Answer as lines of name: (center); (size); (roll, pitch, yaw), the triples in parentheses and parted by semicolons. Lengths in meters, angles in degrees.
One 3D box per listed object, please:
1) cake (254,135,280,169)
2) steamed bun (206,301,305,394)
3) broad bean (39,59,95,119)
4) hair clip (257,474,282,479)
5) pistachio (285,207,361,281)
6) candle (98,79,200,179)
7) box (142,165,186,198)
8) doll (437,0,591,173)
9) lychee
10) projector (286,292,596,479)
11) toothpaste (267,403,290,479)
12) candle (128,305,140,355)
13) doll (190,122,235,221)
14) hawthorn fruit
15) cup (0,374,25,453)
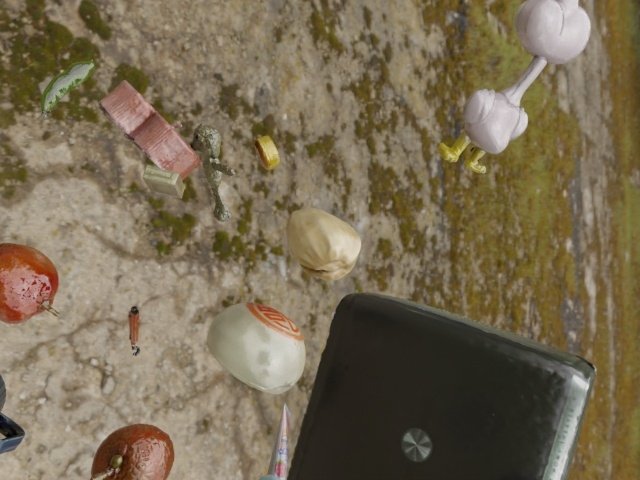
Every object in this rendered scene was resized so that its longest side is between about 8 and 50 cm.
cake: (-0.132, -0.214, 1.420); (0.044, 0.084, 0.084); (-22, 116, -9)
steamed bun: (-0.158, 0.271, 1.570); (0.283, 0.283, 0.177); (28, 96, -51)
broad bean: (-0.732, -0.448, 1.664); (0.065, 0.046, 0.254); (39, 55, -18)
hair clip: (0.007, 0.121, 0.214); (0.062, 0.214, 0.056); (-48, 118, -39)
pistachio: (0.000, 0.000, 1.379); (0.158, 0.229, 0.157); (-15, 124, -23)
candle: (-0.435, -0.276, 1.584); (0.131, 0.317, 0.287); (-42, 161, -7)
box: (-0.363, -0.134, 1.354); (0.083, 0.080, 0.035); (96, 8, -71)
doll: (0.350, -0.285, 1.018); (0.160, 0.094, 0.365); (14, 112, -37)
lychee: (-0.588, 0.692, 1.800); (0.300, 0.255, 0.254); (37, 62, -54)
projector: (0.194, 0.319, 0.964); (0.242, 0.406, 0.394); (14, 91, -61)
toothpaste: (-0.090, 0.476, 1.322); (0.067, 0.043, 0.194); (76, 18, -53)
candle: (-0.394, 0.193, 1.229); (0.021, 0.026, 0.167); (-49, 165, -42)
doll: (-0.323, -0.204, 1.725); (0.091, 0.202, 0.285); (-16, 146, -16)
hawthorn fruit: (-0.774, 0.121, 1.502); (0.205, 0.254, 0.205); (-62, 171, -17)
cup: (-0.468, 0.227, 0.738); (0.114, 0.138, 0.150); (-28, 94, -13)
